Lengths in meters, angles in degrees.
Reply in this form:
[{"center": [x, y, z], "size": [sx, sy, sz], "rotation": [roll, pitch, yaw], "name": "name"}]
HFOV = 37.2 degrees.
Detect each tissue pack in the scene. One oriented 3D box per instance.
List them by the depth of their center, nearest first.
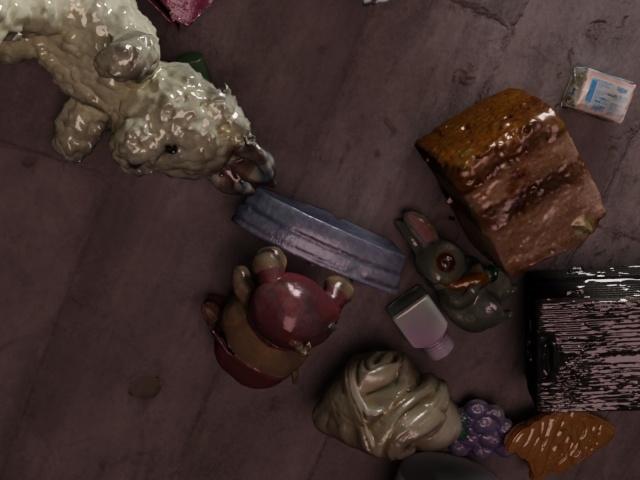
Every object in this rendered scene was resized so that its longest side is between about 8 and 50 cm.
[{"center": [0.444, -0.233, 1.525], "size": [0.094, 0.059, 0.074], "rotation": [15, 102, -17], "name": "tissue pack"}]

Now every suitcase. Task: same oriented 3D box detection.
[{"center": [0.513, 0.162, 1.595], "size": [0.335, 0.152, 0.229], "rotation": [-3, 109, 7], "name": "suitcase"}]

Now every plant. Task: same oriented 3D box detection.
[{"center": [-0.182, -0.223, 1.397], "size": [0.051, 0.051, 0.102], "rotation": [-11, 124, -9], "name": "plant"}]

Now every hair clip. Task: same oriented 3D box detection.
[{"center": [0.269, 0.330, 1.694], "size": [0.195, 0.052, 0.124], "rotation": [7, 112, -8], "name": "hair clip"}]

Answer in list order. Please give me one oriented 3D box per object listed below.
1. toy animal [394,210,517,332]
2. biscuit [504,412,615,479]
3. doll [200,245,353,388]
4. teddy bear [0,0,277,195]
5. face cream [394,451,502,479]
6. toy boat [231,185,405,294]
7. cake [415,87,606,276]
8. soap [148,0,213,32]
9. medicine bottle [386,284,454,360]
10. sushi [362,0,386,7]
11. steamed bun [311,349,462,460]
[{"center": [0.208, 0.061, 1.549], "size": [0.236, 0.108, 0.138], "rotation": [30, 130, -16], "name": "toy animal"}, {"center": [0.438, 0.358, 1.717], "size": [0.250, 0.035, 0.162], "rotation": [-1, 113, -28], "name": "biscuit"}, {"center": [-0.077, 0.124, 1.462], "size": [0.196, 0.152, 0.256], "rotation": [48, 137, 6], "name": "doll"}, {"center": [-0.285, -0.159, 1.259], "size": [0.375, 0.327, 0.362], "rotation": [-30, 95, -38], "name": "teddy bear"}, {"center": [0.210, 0.497, 1.649], "size": [0.201, 0.201, 0.187], "rotation": [8, 107, -15], "name": "face cream"}, {"center": [0.000, 0.000, 1.470], "size": [0.283, 0.127, 0.078], "rotation": [24, 102, -17], "name": "toy boat"}, {"center": [0.304, -0.067, 1.482], "size": [0.196, 0.198, 0.293], "rotation": [-32, 114, -3], "name": "cake"}, {"center": [-0.165, -0.429, 1.292], "size": [0.182, 0.112, 0.289], "rotation": [12, 106, -16], "name": "soap"}, {"center": [0.173, 0.143, 1.597], "size": [0.074, 0.055, 0.118], "rotation": [-37, 111, 1], "name": "medicine bottle"}, {"center": [0.127, -0.542, 1.338], "size": [0.296, 0.100, 0.373], "rotation": [-19, 102, -15], "name": "sushi"}, {"center": [0.114, 0.251, 1.548], "size": [0.211, 0.218, 0.144], "rotation": [-12, 112, -37], "name": "steamed bun"}]
